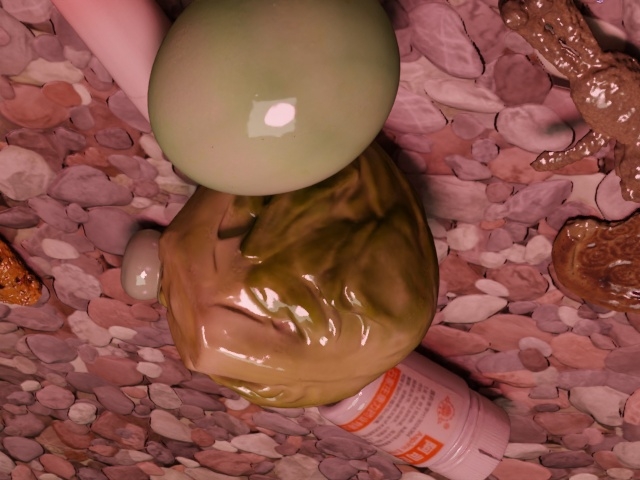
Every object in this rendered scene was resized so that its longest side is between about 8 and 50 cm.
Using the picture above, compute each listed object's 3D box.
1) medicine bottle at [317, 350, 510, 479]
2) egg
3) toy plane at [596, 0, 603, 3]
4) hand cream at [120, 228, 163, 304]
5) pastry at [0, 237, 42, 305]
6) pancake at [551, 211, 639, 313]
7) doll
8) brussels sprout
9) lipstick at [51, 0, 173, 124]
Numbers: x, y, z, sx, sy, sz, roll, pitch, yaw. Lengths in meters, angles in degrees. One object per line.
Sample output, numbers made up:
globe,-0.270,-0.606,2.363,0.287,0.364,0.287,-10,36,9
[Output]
medicine bottle,0.130,0.231,1.779,0.252,0.144,0.144,28,140,-22
egg,-0.049,-0.157,1.278,0.270,0.220,0.220,-24,129,35
toy plane,0.319,-0.262,1.192,0.167,0.054,0.062,-9,112,26
hand cream,-0.101,0.054,1.659,0.306,0.093,0.147,11,109,1
pastry,-0.440,0.038,1.767,0.080,0.056,0.140,4,148,22
pancake,0.391,0.023,1.538,0.212,0.029,0.235,37,138,-29
doll,0.303,-0.154,1.308,0.203,0.091,0.286,-18,121,3
brussels sprout,-0.022,0.021,1.445,0.328,0.328,0.247,12,145,0
lipstick,-0.196,-0.210,1.361,0.087,0.087,0.327,-11,136,27
